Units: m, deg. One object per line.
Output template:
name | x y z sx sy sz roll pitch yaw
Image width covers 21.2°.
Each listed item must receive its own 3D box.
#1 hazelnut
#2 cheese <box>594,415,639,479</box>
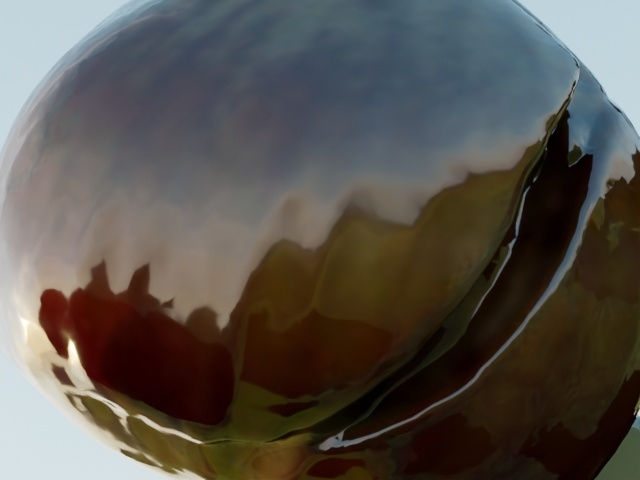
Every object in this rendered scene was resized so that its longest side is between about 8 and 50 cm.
hazelnut | 0.000 0.000 0.999 0.409 0.359 0.359 8 -10 25
cheese | 0.208 0.191 0.970 0.163 0.070 0.249 -12 30 27
